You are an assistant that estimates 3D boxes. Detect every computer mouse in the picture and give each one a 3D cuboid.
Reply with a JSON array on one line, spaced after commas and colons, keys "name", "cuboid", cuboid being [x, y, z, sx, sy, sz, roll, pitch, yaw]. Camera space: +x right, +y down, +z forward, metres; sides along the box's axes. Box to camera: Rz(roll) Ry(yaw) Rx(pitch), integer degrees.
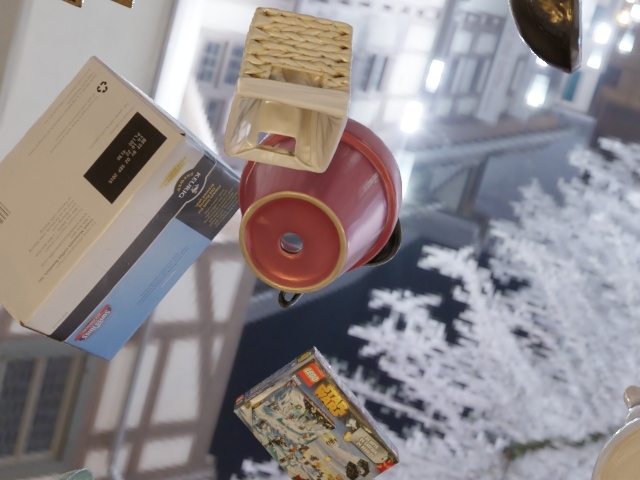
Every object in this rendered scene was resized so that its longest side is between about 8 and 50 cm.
[{"name": "computer mouse", "cuboid": [0.216, -0.296, 1.268, 0.072, 0.272, 0.188, 0, -169, 12]}]

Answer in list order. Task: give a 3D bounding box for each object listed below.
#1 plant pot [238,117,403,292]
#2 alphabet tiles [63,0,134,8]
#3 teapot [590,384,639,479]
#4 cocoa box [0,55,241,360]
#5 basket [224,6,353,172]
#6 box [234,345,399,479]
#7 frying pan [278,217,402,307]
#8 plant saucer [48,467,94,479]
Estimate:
[{"name": "plant pot", "cuboid": [-0.012, -0.032, 1.566, 0.201, 0.201, 0.180, 17, -154, 5]}, {"name": "alphabet tiles", "cuboid": [-0.316, -0.338, 1.338, 0.285, 0.011, 0.342, 22, 164, -7]}, {"name": "teapot", "cuboid": [0.483, 0.347, 1.745, 0.252, 0.256, 0.187, 19, 176, 20]}, {"name": "cocoa box", "cuboid": [-0.318, -0.041, 1.914, 0.231, 0.347, 0.228, 41, -178, 30]}, {"name": "basket", "cuboid": [-0.030, -0.150, 1.323, 0.113, 0.103, 0.167, 11, 162, -6]}, {"name": "box", "cuboid": [-0.003, 0.177, 1.224, 0.137, 0.094, 0.027, 53, -168, -17]}, {"name": "frying pan", "cuboid": [0.026, 0.009, 1.846, 0.197, 0.053, 0.326, 23, -135, -21]}, {"name": "plant saucer", "cuboid": [-0.315, 0.322, 1.418, 0.037, 0.195, 0.195, 29, -163, 11]}]
